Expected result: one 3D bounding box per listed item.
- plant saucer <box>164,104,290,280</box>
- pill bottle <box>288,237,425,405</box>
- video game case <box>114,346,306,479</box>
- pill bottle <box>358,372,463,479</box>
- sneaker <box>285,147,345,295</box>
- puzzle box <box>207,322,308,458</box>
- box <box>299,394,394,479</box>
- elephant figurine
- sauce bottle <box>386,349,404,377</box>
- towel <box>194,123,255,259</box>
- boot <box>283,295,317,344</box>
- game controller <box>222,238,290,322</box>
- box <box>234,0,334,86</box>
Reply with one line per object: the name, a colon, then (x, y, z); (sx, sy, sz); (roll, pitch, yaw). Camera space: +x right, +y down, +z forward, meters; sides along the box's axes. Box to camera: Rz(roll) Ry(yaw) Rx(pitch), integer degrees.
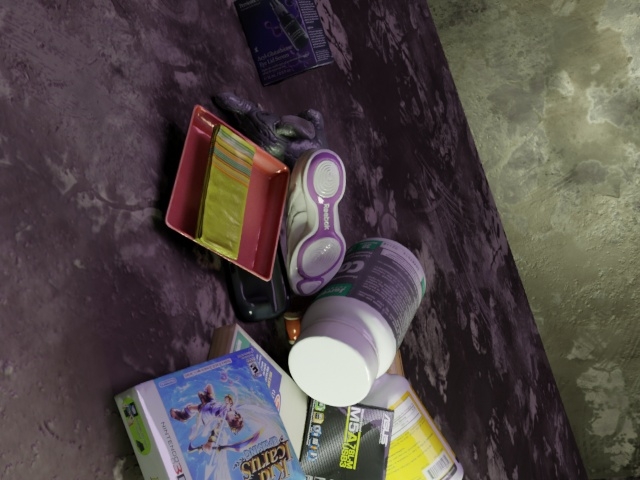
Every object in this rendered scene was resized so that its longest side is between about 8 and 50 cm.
plant saucer: (-0.178, -0.083, 1.553); (0.258, 0.047, 0.259); (33, 55, -38)
pill bottle: (0.080, 0.164, 1.719); (0.204, 0.204, 0.361); (65, 32, -20)
video game case: (-0.166, 0.317, 1.313); (0.269, 0.061, 0.244); (-12, 77, -52)
pill bottle: (0.152, 0.418, 1.818); (0.334, 0.187, 0.188); (58, 27, 0)
sneaker: (-0.016, -0.040, 1.693); (0.114, 0.152, 0.305); (4, 102, -22)
puzzle box: (-0.133, 0.387, 1.460); (0.272, 0.052, 0.409); (52, 34, -38)
box: (0.048, 0.418, 1.657); (0.184, 0.045, 0.191); (15, 72, -13)
elephant figurine: (-0.093, -0.212, 1.751); (0.239, 0.185, 0.170); (7, 89, -61)
sauce bottle: (0.141, 0.285, 1.997); (0.111, 0.111, 0.345); (16, 62, -61)
towel: (-0.171, -0.090, 1.511); (0.102, 0.021, 0.237); (28, 58, -39)
boot: (-0.037, 0.167, 1.777); (0.158, 0.059, 0.085); (-35, 122, -64)
game controller: (-0.142, 0.002, 1.654); (0.166, 0.067, 0.320); (-7, 83, -50)
box: (-0.082, -0.482, 1.905); (0.108, 0.153, 0.207); (-37, 109, -62)
